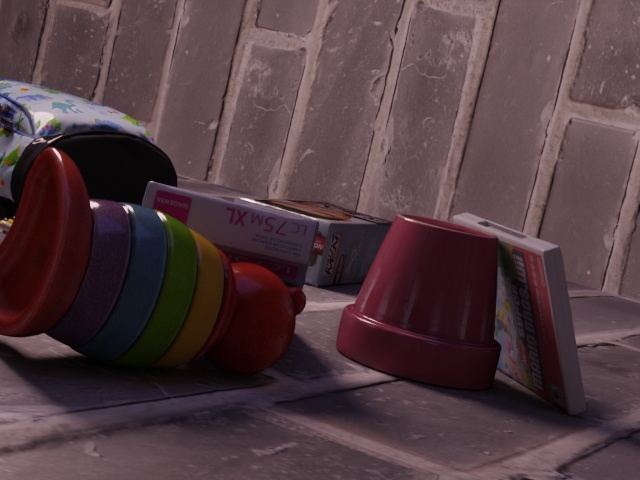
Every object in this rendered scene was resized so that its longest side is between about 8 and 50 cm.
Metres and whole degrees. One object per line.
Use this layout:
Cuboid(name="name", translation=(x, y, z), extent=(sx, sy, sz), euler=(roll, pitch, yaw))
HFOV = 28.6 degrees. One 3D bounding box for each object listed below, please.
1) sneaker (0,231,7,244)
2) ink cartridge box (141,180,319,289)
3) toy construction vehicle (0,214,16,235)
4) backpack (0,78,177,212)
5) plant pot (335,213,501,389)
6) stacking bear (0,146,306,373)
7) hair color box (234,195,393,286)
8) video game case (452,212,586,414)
Cuboid(name="sneaker", translation=(-0.355, 0.019, 1.267), extent=(0.115, 0.105, 0.281), euler=(13, 5, 5))
Cuboid(name="ink cartridge box", translation=(-0.112, 0.038, 1.440), extent=(0.186, 0.065, 0.311), euler=(13, -21, -1))
Cuboid(name="toy construction vehicle", translation=(-0.470, -0.023, 1.824), extent=(0.086, 0.035, 0.098), euler=(23, 6, -11))
Cuboid(name="backpack", translation=(-0.445, -0.139, 2.091), extent=(0.290, 0.273, 0.355), euler=(0, 0, -38))
Cuboid(name="plant pot", translation=(0.134, 0.068, 1.534), extent=(0.201, 0.180, 0.201), euler=(13, 7, -2))
Cuboid(name="stacking bear", translation=(-0.153, 0.051, 1.212), extent=(0.289, 0.175, 0.164), euler=(19, 16, -32))
Cuboid(name="hair color box", translation=(0.000, 0.000, 2.237), extent=(0.185, 0.113, 0.374), euler=(16, 7, 23))
Cuboid(name="video game case", translation=(0.244, 0.083, 1.572), extent=(0.025, 0.204, 0.285), euler=(-14, 13, -13))
